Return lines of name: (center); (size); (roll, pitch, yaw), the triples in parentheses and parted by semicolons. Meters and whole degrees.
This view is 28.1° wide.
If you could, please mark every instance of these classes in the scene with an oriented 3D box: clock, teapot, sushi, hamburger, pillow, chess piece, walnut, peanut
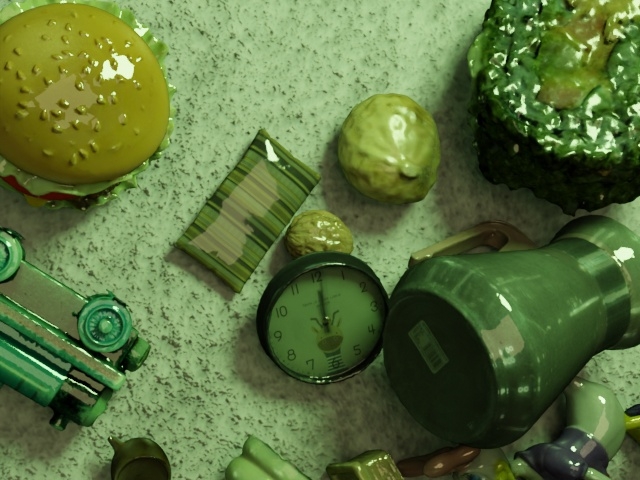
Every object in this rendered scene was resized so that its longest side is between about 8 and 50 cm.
clock: (0.007, 0.106, 1.699); (0.185, 0.040, 0.184); (-6, 110, -16)
teapot: (0.254, 0.095, 1.689); (0.344, 0.253, 0.300); (-20, 49, -37)
sushi: (0.348, -0.221, 1.759); (0.294, 0.178, 0.351); (5, 64, 8)
hamburger: (-0.315, -0.174, 1.593); (0.275, 0.212, 0.274); (2, 83, -15)
pillow: (-0.096, -0.040, 1.728); (0.113, 0.038, 0.203); (39, 76, -11)
teapot: (-0.227, 0.292, 1.639); (0.076, 0.068, 0.121); (-44, 118, 7)
chess piece: (-0.113, 0.380, 1.631); (0.133, 0.133, 0.243); (41, 79, -7)
walnut: (0.000, 0.000, 1.727); (0.096, 0.079, 0.082); (14, 81, -13)
peanut: (0.095, -0.127, 1.756); (0.141, 0.109, 0.159); (14, 68, -24)

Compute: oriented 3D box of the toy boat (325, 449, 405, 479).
toy boat: (0.089, 0.366, 1.688); (0.061, 0.116, 0.188); (-28, 90, -23)

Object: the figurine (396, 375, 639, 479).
figurine: (0.324, 0.289, 1.743); (0.421, 0.154, 0.193); (-18, 83, -18)

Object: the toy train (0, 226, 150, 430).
toy train: (-0.370, 0.110, 1.598); (0.298, 0.120, 0.194); (33, 83, -9)
